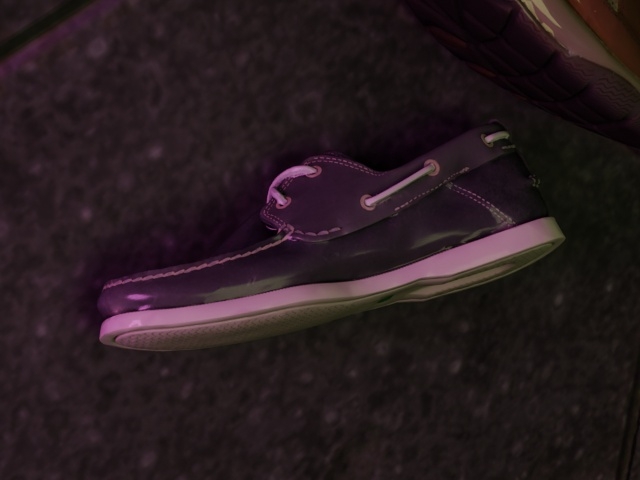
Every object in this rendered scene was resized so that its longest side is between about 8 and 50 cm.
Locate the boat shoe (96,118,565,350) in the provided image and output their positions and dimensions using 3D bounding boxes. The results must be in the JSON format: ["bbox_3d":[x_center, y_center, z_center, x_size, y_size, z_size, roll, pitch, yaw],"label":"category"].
[{"bbox_3d":[0.000,0.000,0.779,0.233,0.084,0.079,-15,81,-21],"label":"boat shoe"}]

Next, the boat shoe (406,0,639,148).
[{"bbox_3d":[0.086,-0.154,0.728,0.324,0.122,0.120,38,84,-40],"label":"boat shoe"}]
